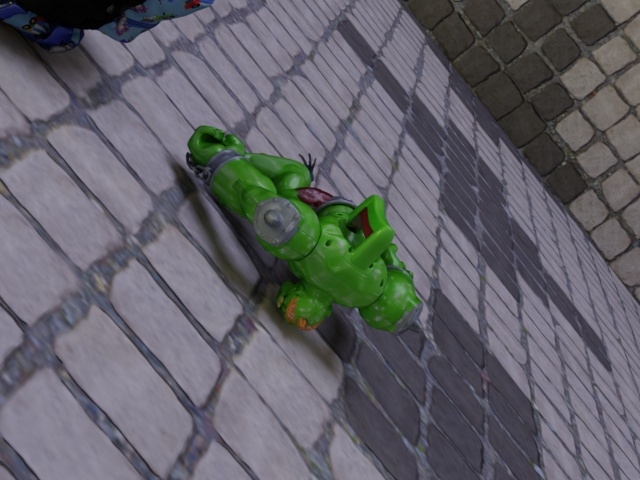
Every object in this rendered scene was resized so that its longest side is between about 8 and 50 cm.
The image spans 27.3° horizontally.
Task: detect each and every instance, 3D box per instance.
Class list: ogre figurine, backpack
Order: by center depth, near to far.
[{"bbox_3d":[-0.150,-0.190,0.807,0.158,0.117,0.173,58,16,20],"label":"backpack"},{"bbox_3d":[0.000,0.000,0.879,0.197,0.097,0.118,58,-1,-28],"label":"ogre figurine"}]

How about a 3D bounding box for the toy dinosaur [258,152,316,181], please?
[{"bbox_3d":[-0.024,-0.031,1.029,0.082,0.047,0.090,47,-21,13],"label":"toy dinosaur"}]
